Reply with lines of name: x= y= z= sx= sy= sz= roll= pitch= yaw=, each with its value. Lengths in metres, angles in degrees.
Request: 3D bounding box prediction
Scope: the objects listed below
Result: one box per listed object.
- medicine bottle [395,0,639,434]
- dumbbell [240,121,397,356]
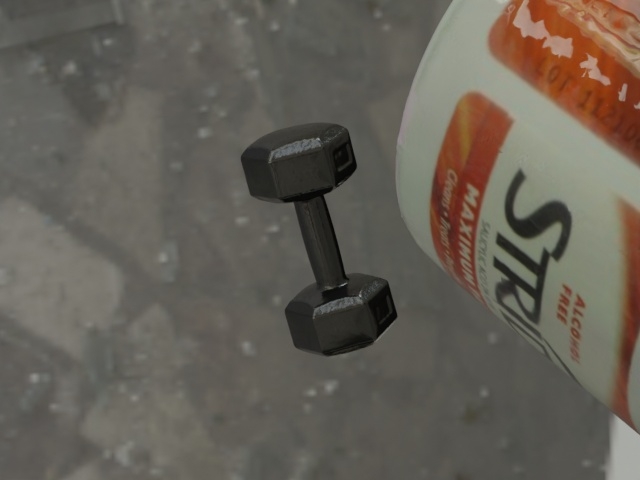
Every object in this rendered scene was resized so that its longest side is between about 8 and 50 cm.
medicine bottle: x=0.199 y=-0.031 z=0.889 sx=0.252 sy=0.241 sz=0.252 roll=-32 pitch=144 yaw=-27
dumbbell: x=0.000 y=0.000 z=0.667 sx=0.036 sy=0.040 sz=0.083 roll=-103 pitch=178 yaw=-75
